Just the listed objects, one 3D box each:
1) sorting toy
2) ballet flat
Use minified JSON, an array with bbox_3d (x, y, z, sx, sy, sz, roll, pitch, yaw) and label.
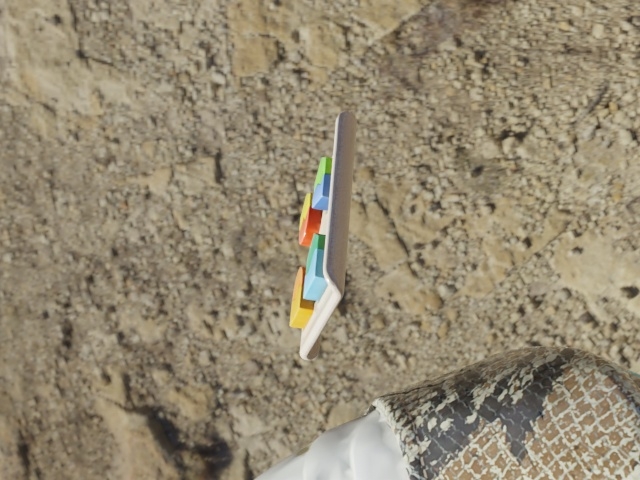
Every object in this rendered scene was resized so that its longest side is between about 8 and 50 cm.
[{"bbox_3d":[0.000,0.000,0.962,0.208,0.038,0.193,106,170,-63],"label":"sorting toy"},{"bbox_3d":[0.025,0.180,0.560,0.483,0.182,0.164,117,150,-68],"label":"ballet flat"}]
